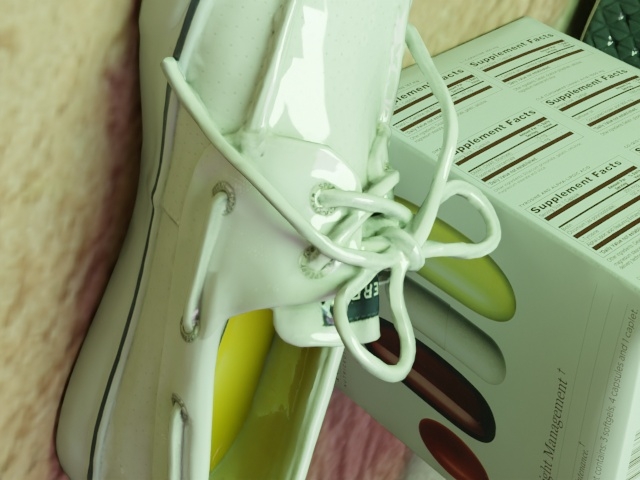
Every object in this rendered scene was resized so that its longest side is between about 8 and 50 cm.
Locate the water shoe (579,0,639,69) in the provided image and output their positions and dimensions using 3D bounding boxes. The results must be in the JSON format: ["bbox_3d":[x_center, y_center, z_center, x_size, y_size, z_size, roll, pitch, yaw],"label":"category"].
[{"bbox_3d":[0.205,-0.168,0.709,0.203,0.073,0.080,-63,164,18],"label":"water shoe"}]

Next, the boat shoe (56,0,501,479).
[{"bbox_3d":[-0.007,0.002,0.526,0.135,0.156,0.367,-2,120,-46],"label":"boat shoe"}]

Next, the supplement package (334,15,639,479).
[{"bbox_3d":[0.121,0.025,0.643,0.149,0.203,0.194,-26,134,-31],"label":"supplement package"}]
